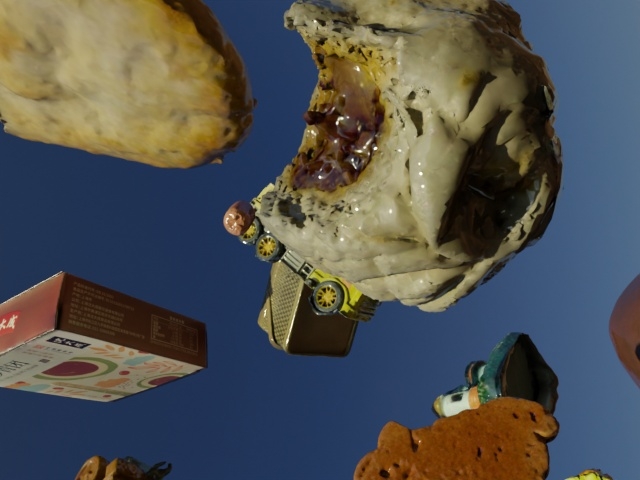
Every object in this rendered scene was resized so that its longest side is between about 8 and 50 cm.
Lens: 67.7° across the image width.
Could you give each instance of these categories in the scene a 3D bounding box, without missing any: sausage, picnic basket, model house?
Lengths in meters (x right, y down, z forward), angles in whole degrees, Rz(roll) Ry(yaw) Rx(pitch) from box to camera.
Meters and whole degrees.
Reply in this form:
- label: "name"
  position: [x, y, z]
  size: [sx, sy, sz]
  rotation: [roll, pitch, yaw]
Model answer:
- label: "sausage"
  position: [-0.096, -0.028, 0.571]
  size: [0.034, 0.083, 0.034]
  rotation: [-1, -78, -3]
- label: "picnic basket"
  position: [-0.009, 0.099, 0.987]
  size: [0.165, 0.139, 0.266]
  rotation: [11, -82, -32]
- label: "model house"
  position: [0.359, 0.362, 1.095]
  size: [0.184, 0.291, 0.253]
  rotation: [55, -137, -1]

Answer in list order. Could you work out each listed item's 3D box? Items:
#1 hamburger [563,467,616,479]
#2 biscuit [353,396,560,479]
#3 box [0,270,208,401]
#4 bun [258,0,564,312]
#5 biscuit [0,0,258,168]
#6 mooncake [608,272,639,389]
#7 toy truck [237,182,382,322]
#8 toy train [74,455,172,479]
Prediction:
- label: "hamburger"
  position: [0.364, 0.457, 0.584]
  size: [0.179, 0.276, 0.294]
  rotation: [10, -85, -20]
- label: "biscuit"
  position: [0.098, 0.233, 0.395]
  size: [0.280, 0.183, 0.043]
  rotation: [-37, -53, -19]
- label: "box"
  position: [-0.509, 0.239, 1.056]
  size: [0.385, 0.344, 0.122]
  rotation: [37, -144, -50]
- label: "bun"
  position: [0.096, -0.073, 0.408]
  size: [0.281, 0.205, 0.281]
  rotation: [-21, -50, -28]
- label: "biscuit"
  position: [-0.315, -0.257, 0.716]
  size: [0.446, 0.429, 0.104]
  rotation: [12, -118, -5]
- label: "mooncake"
  position: [0.578, 0.134, 0.638]
  size: [0.174, 0.326, 0.333]
  rotation: [27, -108, -71]
- label: "toy truck"
  position: [0.000, 0.000, 0.765]
  size: [0.157, 0.272, 0.124]
  rotation: [-55, -29, 6]
- label: "toy train"
  position: [-0.399, 0.536, 0.837]
  size: [0.369, 0.231, 0.163]
  rotation: [-42, -63, 3]
